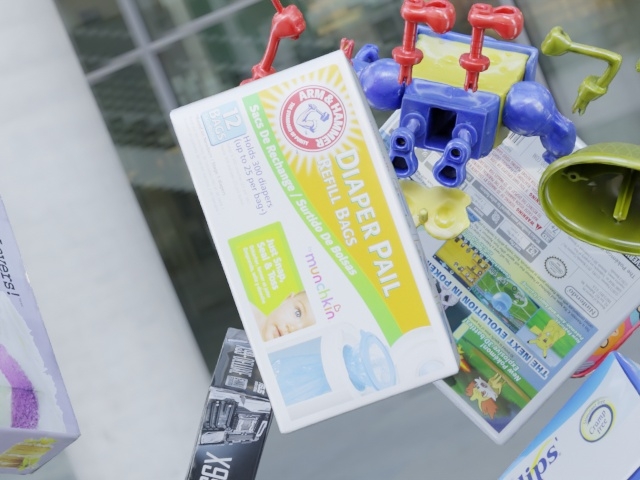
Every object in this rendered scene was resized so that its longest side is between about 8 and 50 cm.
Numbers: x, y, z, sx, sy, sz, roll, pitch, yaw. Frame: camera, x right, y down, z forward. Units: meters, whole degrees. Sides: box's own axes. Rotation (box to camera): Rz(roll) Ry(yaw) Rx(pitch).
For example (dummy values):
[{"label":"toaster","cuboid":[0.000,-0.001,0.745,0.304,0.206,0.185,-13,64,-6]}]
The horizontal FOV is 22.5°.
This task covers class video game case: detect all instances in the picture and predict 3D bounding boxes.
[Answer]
[{"label":"video game case","cuboid":[0.174,0.002,1.713,0.300,0.329,0.036,-49,-9,15]}]

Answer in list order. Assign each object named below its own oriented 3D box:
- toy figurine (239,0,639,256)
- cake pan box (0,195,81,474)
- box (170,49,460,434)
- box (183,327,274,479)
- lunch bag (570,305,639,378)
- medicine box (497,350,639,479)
[{"label":"toy figurine","cuboid":[0.139,-0.130,1.272,0.363,0.191,0.217,11,31,12]},{"label":"cake pan box","cuboid":[-0.304,0.028,1.095,0.070,0.266,0.246,-37,-31,24]},{"label":"box","cuboid":[0.000,0.000,0.974,0.114,0.203,0.103,-21,-2,5]},{"label":"box","cuboid":[-0.116,0.277,1.805,0.077,0.307,0.242,15,11,-1]},{"label":"lunch bag","cuboid":[0.267,0.026,1.979,0.258,0.293,0.120,-45,6,-7]},{"label":"medicine box","cuboid":[0.345,0.299,1.706,0.263,0.289,0.149,-52,35,17]}]
